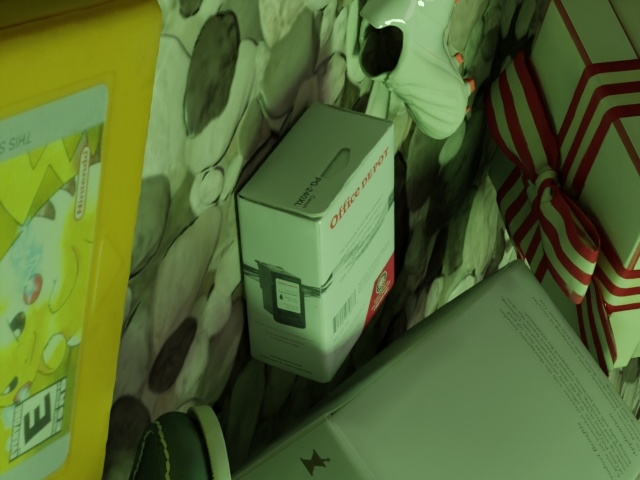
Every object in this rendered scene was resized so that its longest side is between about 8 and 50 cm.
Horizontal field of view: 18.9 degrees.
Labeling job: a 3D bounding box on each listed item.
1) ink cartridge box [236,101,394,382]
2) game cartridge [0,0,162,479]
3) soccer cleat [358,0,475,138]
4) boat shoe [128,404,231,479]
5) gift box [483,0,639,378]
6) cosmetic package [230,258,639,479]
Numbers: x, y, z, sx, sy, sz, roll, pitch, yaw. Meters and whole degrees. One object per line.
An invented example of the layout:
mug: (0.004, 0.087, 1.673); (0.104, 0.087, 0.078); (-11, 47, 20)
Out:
ink cartridge box: (0.000, 0.000, 1.271); (0.109, 0.063, 0.150); (-53, 152, -40)
game cartridge: (-0.184, 0.044, 0.856); (0.323, 0.052, 0.285); (-33, 137, -61)
soccer cleat: (0.060, -0.126, 1.338); (0.076, 0.068, 0.196); (-39, 154, -14)
boat shoe: (-0.122, 0.241, 1.089); (0.116, 0.099, 0.319); (-126, -133, -63)
gift box: (0.283, -0.035, 1.581); (0.276, 0.258, 0.255); (103, -27, -45)
cosmetic package: (0.085, 0.171, 1.386); (0.155, 0.197, 0.365); (-36, 177, 31)
